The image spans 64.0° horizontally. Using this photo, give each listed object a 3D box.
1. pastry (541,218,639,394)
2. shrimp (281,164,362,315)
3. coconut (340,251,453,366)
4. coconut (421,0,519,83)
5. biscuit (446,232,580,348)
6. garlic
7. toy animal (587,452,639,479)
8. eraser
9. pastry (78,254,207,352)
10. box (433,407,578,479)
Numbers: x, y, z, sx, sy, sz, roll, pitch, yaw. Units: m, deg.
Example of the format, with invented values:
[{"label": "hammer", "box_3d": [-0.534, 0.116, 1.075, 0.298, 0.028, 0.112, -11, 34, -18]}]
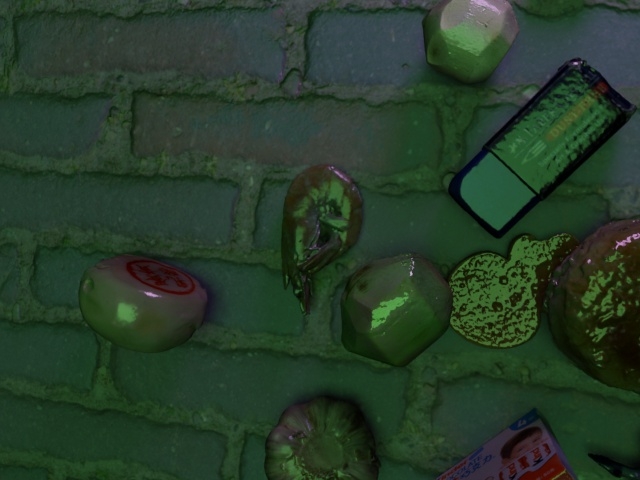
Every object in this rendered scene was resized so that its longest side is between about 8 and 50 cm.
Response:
[{"label": "pastry", "box_3d": [0.553, 0.121, 0.894, 0.329, 0.136, 0.330, 0, 100, 1]}, {"label": "shrimp", "box_3d": [0.000, 0.000, 1.068, 0.168, 0.077, 0.317, 4, 91, 10]}, {"label": "coconut", "box_3d": [0.133, 0.132, 0.977, 0.236, 0.236, 0.204, -37, 119, 12]}, {"label": "coconut", "box_3d": [0.267, -0.381, 0.943, 0.162, 0.161, 0.161, 33, 100, 0]}, {"label": "biscuit", "box_3d": [0.378, 0.093, 1.001, 0.288, 0.044, 0.202, -36, 86, 11]}, {"label": "garlic", "box_3d": [-0.001, 0.448, 1.053, 0.244, 0.160, 0.245, 2, 62, -4]}, {"label": "toy animal", "box_3d": [0.643, 0.438, 0.946, 0.255, 0.176, 0.239, 13, 101, -23]}, {"label": "eraser", "box_3d": [0.398, -0.169, 0.951, 0.155, 0.101, 0.332, 46, 101, 8]}, {"label": "pastry", "box_3d": [-0.368, 0.124, 1.075, 0.264, 0.265, 0.133, 23, 100, 11]}, {"label": "box", "box_3d": [0.314, 0.440, 0.923, 0.273, 0.265, 0.048, -42, 82, 11]}]
